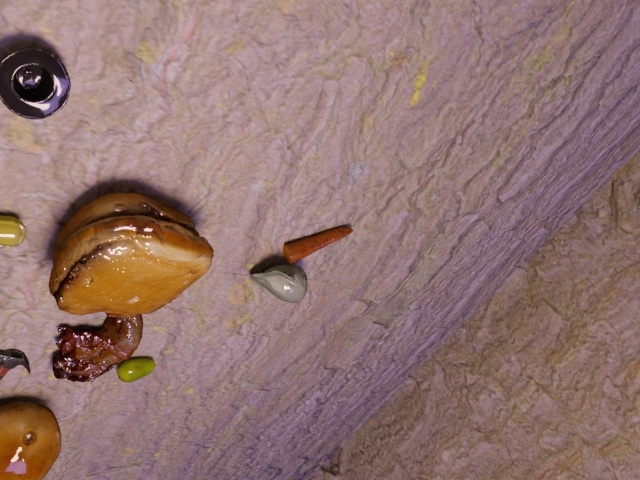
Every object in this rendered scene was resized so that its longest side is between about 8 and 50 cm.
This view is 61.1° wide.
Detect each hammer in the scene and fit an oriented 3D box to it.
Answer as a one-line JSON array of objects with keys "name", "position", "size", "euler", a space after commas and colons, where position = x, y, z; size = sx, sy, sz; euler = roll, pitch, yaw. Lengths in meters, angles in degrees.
[{"name": "hammer", "position": [-0.814, 0.366, 1.315], "size": [0.288, 0.033, 0.111], "euler": [-45, 143, 14]}]

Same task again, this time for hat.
[{"name": "hat", "position": [-0.463, -0.255, 0.866], "size": [0.121, 0.050, 0.121], "euler": [-21, 138, -21]}]

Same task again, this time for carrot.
[{"name": "carrot", "position": [0.000, 0.000, 1.538], "size": [0.224, 0.057, 0.057], "euler": [-23, 143, -22]}]

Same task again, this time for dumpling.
[{"name": "dumpling", "position": [-0.104, 0.108, 1.532], "size": [0.108, 0.153, 0.219], "euler": [-53, 162, -16]}]

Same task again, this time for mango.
[{"name": "mango", "position": [-0.518, 0.363, 1.529], "size": [0.108, 0.056, 0.073], "euler": [-9, 143, -36]}]

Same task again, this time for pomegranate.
[{"name": "pomegranate", "position": [-0.769, 0.518, 1.369], "size": [0.233, 0.233, 0.233], "euler": [-22, 142, -18]}]

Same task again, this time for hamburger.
[{"name": "hamburger", "position": [-0.403, 0.042, 1.150], "size": [0.284, 0.174, 0.305], "euler": [-42, 144, 13]}]

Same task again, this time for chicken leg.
[{"name": "chicken leg", "position": [-0.542, 0.235, 1.352], "size": [0.323, 0.083, 0.177], "euler": [-32, 130, 0]}]

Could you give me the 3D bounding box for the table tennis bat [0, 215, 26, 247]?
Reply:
[{"name": "table tennis bat", "position": [-0.707, -0.038, 0.925], "size": [0.369, 0.054, 0.224], "euler": [9, 129, -40]}]
